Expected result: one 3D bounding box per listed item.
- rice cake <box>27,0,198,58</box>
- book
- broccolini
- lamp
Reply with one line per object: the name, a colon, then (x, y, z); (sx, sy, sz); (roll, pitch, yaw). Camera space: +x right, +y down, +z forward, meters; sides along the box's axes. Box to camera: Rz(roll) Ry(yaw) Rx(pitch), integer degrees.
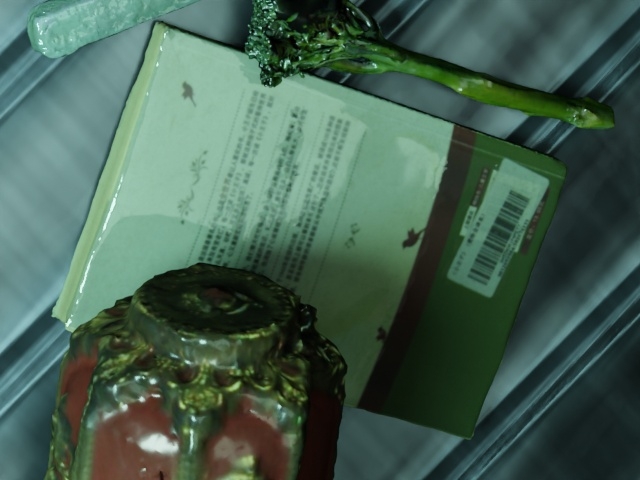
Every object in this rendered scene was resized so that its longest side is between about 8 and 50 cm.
rice cake: (-0.077, -0.158, 1.071); (0.207, 0.033, 0.033); (-23, 118, -11)
book: (0.000, 0.000, 1.131); (0.289, 0.026, 0.201); (18, 96, -19)
broccolini: (0.067, -0.107, 1.124); (0.254, 0.057, 0.071); (15, 116, -27)
lamp: (-0.078, 0.152, 1.052); (0.177, 0.177, 0.274); (3, 116, -16)
